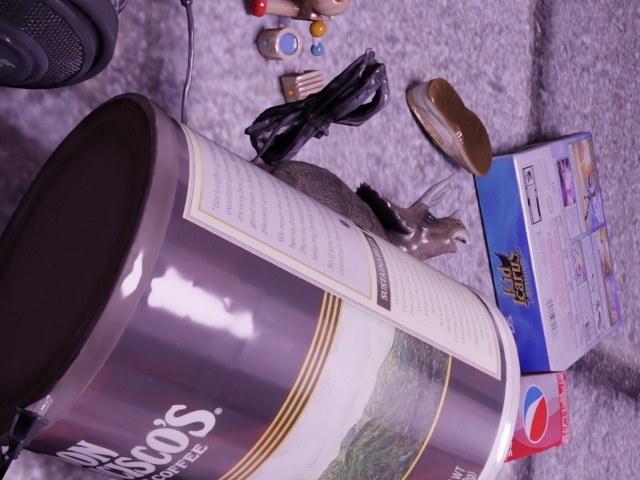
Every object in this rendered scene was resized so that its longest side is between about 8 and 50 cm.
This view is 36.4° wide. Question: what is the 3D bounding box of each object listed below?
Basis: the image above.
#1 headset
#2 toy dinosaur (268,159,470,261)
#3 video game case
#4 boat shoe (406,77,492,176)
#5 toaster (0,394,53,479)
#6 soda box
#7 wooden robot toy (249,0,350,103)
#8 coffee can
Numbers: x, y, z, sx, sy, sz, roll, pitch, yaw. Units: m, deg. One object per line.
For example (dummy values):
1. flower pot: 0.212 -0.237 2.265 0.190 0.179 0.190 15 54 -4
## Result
1. headset: -0.134 -0.194 0.578 0.394 0.185 0.243 47 49 -24
2. toy dinosaur: 0.000 0.000 0.815 0.313 0.121 0.160 18 58 -45
3. video game case: 0.291 0.011 1.221 0.244 0.061 0.269 -18 99 -52
4. boat shoe: 0.141 -0.122 1.052 0.135 0.045 0.050 52 57 -32
5. toaster: -0.234 0.129 0.405 0.110 0.168 0.185 44 52 -40
6. soda box: 0.160 0.181 0.990 0.263 0.092 0.083 6 79 -52
7. wooden robot toy: -0.010 -0.197 0.815 0.076 0.079 0.173 -3 102 -32
8. coffee can: -0.043 0.064 0.592 0.275 0.201 0.201 28 61 -32
